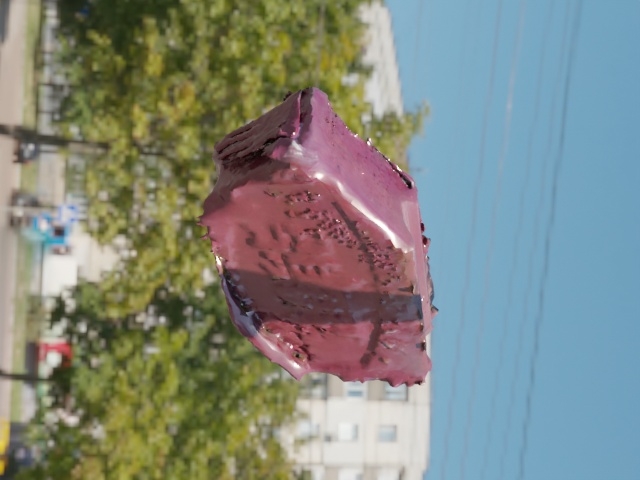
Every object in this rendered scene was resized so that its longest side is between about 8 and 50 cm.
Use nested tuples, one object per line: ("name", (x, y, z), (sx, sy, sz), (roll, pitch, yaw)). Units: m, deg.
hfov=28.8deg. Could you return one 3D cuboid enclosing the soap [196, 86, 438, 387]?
("soap", (0.000, 0.000, 1.078), (0.112, 0.182, 0.289), (-84, 167, -46))
